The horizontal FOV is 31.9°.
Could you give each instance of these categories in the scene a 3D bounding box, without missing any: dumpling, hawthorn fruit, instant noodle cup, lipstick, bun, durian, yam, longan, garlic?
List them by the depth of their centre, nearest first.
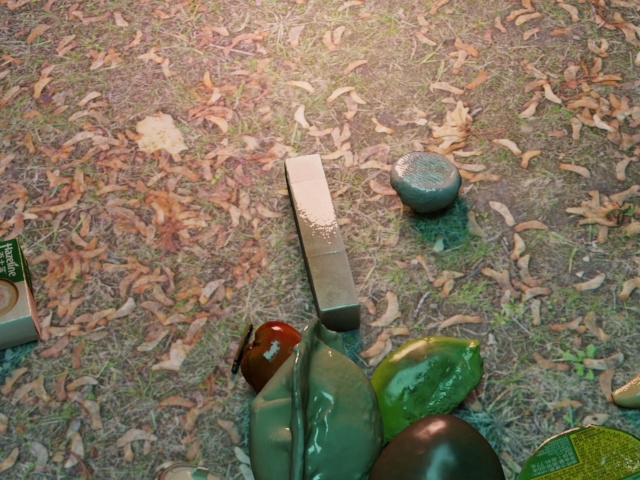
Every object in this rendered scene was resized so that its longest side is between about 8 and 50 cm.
[{"bbox_3d":[0.405,0.409,1.588,0.207,0.232,0.207,-17,40,15],"label":"instant noodle cup"},{"bbox_3d":[0.172,0.379,1.639,0.248,0.248,0.248,-2,51,2],"label":"longan"},{"bbox_3d":[-0.001,0.285,1.738,0.212,0.270,0.320,3,40,-28],"label":"dumpling"},{"bbox_3d":[0.161,0.238,1.850,0.250,0.101,0.139,-27,55,-16],"label":"durian"},{"bbox_3d":[0.524,0.249,1.857,0.083,0.041,0.053,-30,50,-10],"label":"garlic"},{"bbox_3d":[-0.069,0.200,1.887,0.140,0.125,0.125,20,55,22],"label":"hawthorn fruit"},{"bbox_3d":[-0.138,0.188,1.969,0.014,0.014,0.107,9,52,11],"label":"yam"},{"bbox_3d":[0.000,0.000,2.072,0.076,0.080,0.371,-9,51,-5],"label":"lipstick"},{"bbox_3d":[0.200,-0.108,2.145,0.141,0.083,0.141,4,45,-4],"label":"bun"}]

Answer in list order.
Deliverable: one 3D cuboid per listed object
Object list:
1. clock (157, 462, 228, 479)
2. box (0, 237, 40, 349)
[{"bbox_3d":[-0.142,0.421,1.657,0.056,0.244,0.244,-49,55,13],"label":"clock"},{"bbox_3d":[-0.593,0.103,2.032,0.135,0.081,0.199,-16,53,-9],"label":"box"}]
